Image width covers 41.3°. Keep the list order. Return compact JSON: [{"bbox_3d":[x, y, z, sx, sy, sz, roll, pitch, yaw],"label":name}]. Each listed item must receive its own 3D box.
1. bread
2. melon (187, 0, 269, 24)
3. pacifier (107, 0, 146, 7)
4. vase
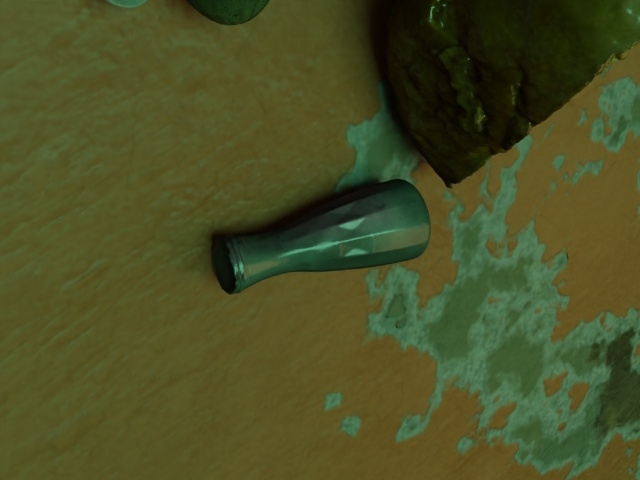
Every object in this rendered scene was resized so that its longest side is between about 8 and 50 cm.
[{"bbox_3d":[0.179,-0.202,0.786,0.194,0.340,0.179,-39,88,-25],"label":"bread"},{"bbox_3d":[-0.079,-0.238,0.676,0.098,0.098,0.130,-21,123,-28],"label":"melon"},{"bbox_3d":[-0.150,-0.229,0.643,0.099,0.078,0.081,45,58,-38],"label":"pacifier"},{"bbox_3d":[0.000,0.000,0.842,0.214,0.086,0.086,-14,115,-26],"label":"vase"}]
